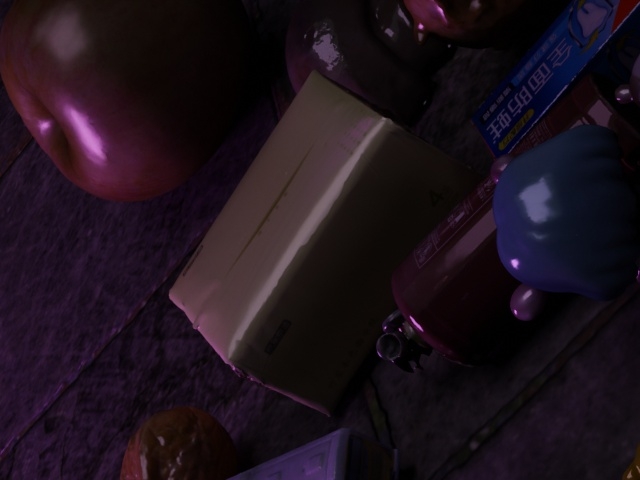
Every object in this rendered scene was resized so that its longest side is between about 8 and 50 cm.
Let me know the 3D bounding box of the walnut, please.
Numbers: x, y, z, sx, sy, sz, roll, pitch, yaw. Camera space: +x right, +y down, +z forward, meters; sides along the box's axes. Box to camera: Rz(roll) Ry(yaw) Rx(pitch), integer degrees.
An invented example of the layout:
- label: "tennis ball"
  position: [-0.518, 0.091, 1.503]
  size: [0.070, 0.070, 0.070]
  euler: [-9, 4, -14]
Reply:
- label: "walnut"
  position: [-0.118, 0.197, 1.459]
  size: [0.105, 0.105, 0.124]
  euler: [-33, 44, 38]

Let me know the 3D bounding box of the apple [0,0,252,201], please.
- label: "apple"
  position: [-0.188, -0.176, 1.770]
  size: [0.234, 0.257, 0.257]
  euler: [-37, 21, -24]

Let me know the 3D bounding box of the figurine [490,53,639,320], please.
- label: "figurine"
  position: [0.223, -0.050, 1.095]
  size: [0.260, 0.103, 0.205]
  euler: [-12, 82, 25]

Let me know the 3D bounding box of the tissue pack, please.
- label: "tissue pack"
  position: [0.000, 0.000, 1.427]
  size: [0.234, 0.125, 0.159]
  euler: [-57, 30, 6]

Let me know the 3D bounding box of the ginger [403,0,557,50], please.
- label: "ginger"
  position: [0.188, -0.316, 1.417]
  size: [0.357, 0.152, 0.274]
  euler: [-49, 11, 16]

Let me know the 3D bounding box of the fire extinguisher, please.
- label: "fire extinguisher"
  position: [0.134, 0.007, 1.258]
  size: [0.269, 0.104, 0.105]
  euler: [-47, 32, 20]

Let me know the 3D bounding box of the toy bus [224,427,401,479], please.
- label: "toy bus"
  position: [-0.021, 0.200, 1.329]
  size: [0.190, 0.075, 0.064]
  euler: [-28, 43, 41]

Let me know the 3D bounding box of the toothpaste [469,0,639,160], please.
- label: "toothpaste"
  position: [0.241, -0.175, 1.283]
  size: [0.320, 0.066, 0.076]
  euler: [-50, 31, 17]

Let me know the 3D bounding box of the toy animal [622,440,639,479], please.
- label: "toy animal"
  position: [0.252, 0.140, 0.981]
  size: [0.083, 0.070, 0.159]
  euler: [-29, 31, -31]

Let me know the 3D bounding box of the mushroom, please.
- label: "mushroom"
  position: [0.030, -0.170, 1.566]
  size: [0.141, 0.117, 0.188]
  euler: [-50, 33, 39]
